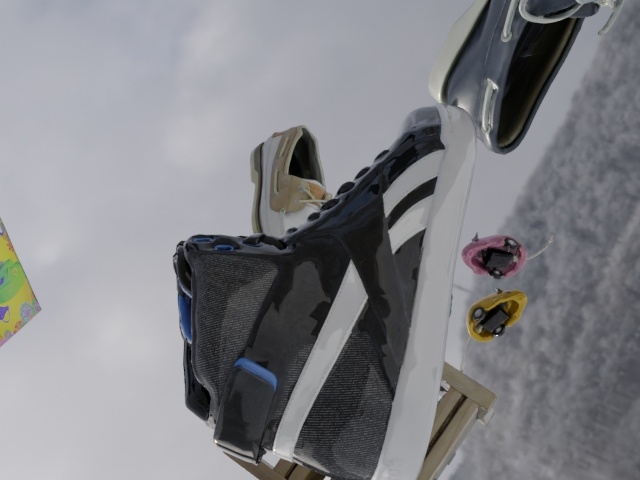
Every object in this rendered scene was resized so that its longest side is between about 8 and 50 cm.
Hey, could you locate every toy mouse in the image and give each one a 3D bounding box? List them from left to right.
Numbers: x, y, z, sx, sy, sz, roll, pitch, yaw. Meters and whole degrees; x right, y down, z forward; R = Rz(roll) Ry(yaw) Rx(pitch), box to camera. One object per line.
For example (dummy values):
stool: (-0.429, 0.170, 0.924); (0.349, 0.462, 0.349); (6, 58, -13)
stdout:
toy mouse: (0.127, 0.034, 0.879); (0.143, 0.031, 0.161); (30, -68, -32)

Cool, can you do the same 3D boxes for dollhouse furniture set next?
dollhouse furniture set: (0.033, 0.144, 0.700); (0.129, 0.129, 0.184); (-53, -18, -11)

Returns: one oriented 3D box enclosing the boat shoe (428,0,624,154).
boat shoe: (0.148, -0.162, 0.633); (0.095, 0.079, 0.254); (-16, -32, -38)

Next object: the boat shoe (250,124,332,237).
boat shoe: (-0.041, -0.059, 1.564); (0.103, 0.302, 0.113); (-36, -40, 29)

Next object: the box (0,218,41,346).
box: (-0.639, 0.040, 1.527); (0.177, 0.279, 0.290); (-56, -49, -60)

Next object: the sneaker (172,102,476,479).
sneaker: (0.000, 0.000, 0.444); (0.079, 0.121, 0.217); (103, -179, -46)
